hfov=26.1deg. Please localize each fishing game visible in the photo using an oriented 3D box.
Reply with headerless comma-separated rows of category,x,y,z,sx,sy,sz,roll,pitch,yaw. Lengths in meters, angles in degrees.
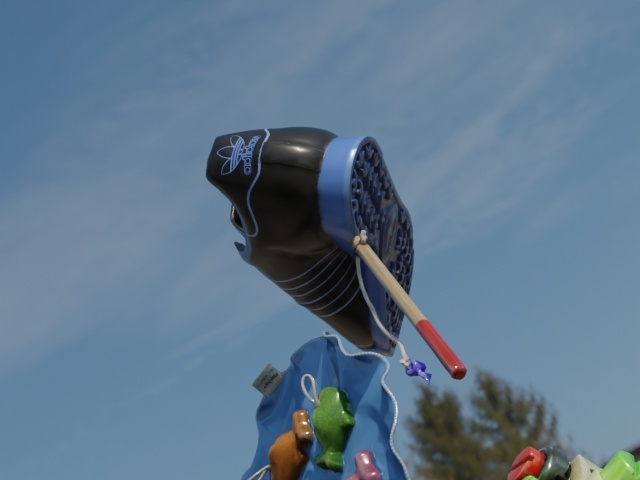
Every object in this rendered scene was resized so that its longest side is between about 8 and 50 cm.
fishing game,-0.010,0.135,0.730,0.041,0.189,0.264,11,-66,-26

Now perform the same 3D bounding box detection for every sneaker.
sneaker,0.000,0.000,0.835,0.090,0.081,0.232,9,-26,16

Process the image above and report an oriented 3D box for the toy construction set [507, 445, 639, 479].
toy construction set,0.136,0.249,0.854,0.327,0.151,0.215,-39,8,14
